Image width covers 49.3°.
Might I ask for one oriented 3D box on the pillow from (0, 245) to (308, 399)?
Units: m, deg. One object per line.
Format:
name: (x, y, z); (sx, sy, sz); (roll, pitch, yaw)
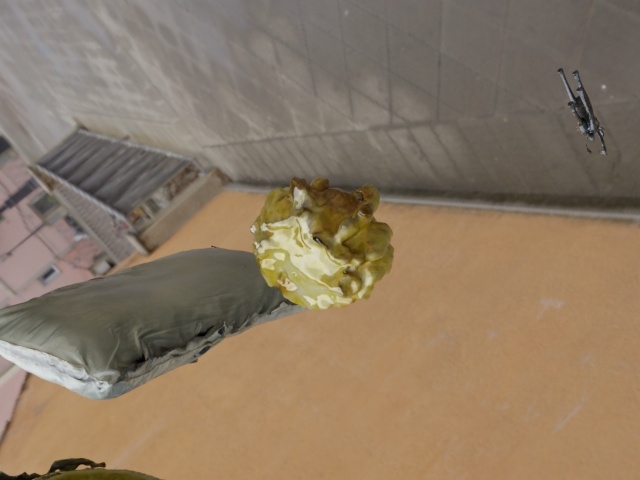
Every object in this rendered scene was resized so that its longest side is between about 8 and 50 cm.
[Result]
pillow: (-0.105, 0.046, 0.490); (0.128, 0.229, 0.051); (19, 111, 31)

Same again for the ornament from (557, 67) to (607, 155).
ornament: (0.303, -0.134, 0.793); (0.028, 0.073, 0.125); (-20, 134, 25)

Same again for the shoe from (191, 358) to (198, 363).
shoe: (-0.195, 0.112, 0.700); (0.179, 0.049, 0.071); (10, -179, 37)

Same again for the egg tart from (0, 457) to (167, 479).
egg tart: (-0.125, 0.250, 0.434); (0.278, 0.095, 0.279); (24, -168, -6)

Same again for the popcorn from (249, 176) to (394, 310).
popcorn: (0.000, 0.000, 0.395); (0.082, 0.057, 0.083); (0, 123, 31)
